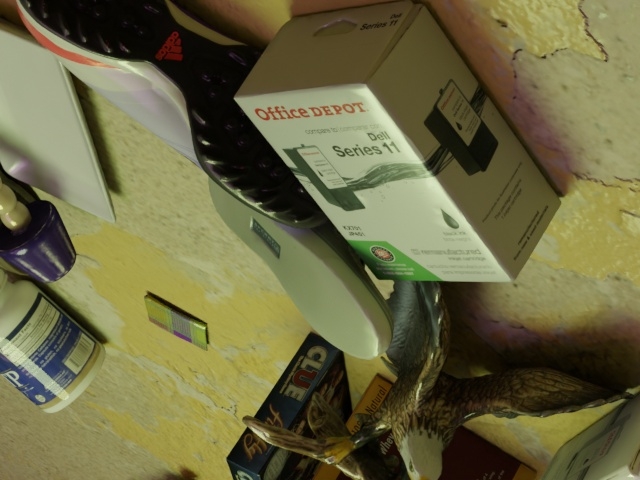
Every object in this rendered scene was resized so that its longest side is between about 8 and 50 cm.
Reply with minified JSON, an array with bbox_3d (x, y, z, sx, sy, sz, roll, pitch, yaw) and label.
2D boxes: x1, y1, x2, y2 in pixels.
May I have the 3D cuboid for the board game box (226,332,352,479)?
[{"bbox_3d":[-0.024,0.229,1.676,0.042,0.165,0.243,23,152,20],"label":"board game box"}]

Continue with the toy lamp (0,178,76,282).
[{"bbox_3d":[-0.341,-0.064,1.577,0.080,0.080,0.275,4,139,45],"label":"toy lamp"}]

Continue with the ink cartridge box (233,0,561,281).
[{"bbox_3d":[0.057,-0.068,1.170,0.153,0.087,0.208,-1,137,49],"label":"ink cartridge box"}]

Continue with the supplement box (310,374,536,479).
[{"bbox_3d":[0.082,0.282,1.613,0.194,0.191,0.129,31,152,5],"label":"supplement box"}]

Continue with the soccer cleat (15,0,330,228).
[{"bbox_3d":[-0.110,-0.124,1.269,0.318,0.109,0.116,37,169,-5],"label":"soccer cleat"}]

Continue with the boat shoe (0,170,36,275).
[{"bbox_3d":[-0.402,-0.069,1.665,0.104,0.111,0.307,13,147,34],"label":"boat shoe"}]

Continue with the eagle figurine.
[{"bbox_3d":[0.111,0.134,1.393,0.226,0.225,0.298,5,136,-37],"label":"eagle figurine"}]

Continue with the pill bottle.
[{"bbox_3d":[-0.366,0.114,1.932,0.186,0.112,0.112,45,152,-20],"label":"pill bottle"}]

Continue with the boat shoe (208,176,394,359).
[{"bbox_3d":[0.000,0.000,1.304,0.227,0.081,0.079,47,146,27],"label":"boat shoe"}]

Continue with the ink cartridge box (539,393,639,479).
[{"bbox_3d":[0.317,0.244,1.363,0.207,0.117,0.283,34,154,1],"label":"ink cartridge box"}]

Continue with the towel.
[{"bbox_3d":[-0.163,0.092,1.779,0.083,0.009,0.060,26,152,14],"label":"towel"}]

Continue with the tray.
[{"bbox_3d":[-0.272,-0.125,1.515,0.145,0.030,0.270,23,152,19],"label":"tray"}]
